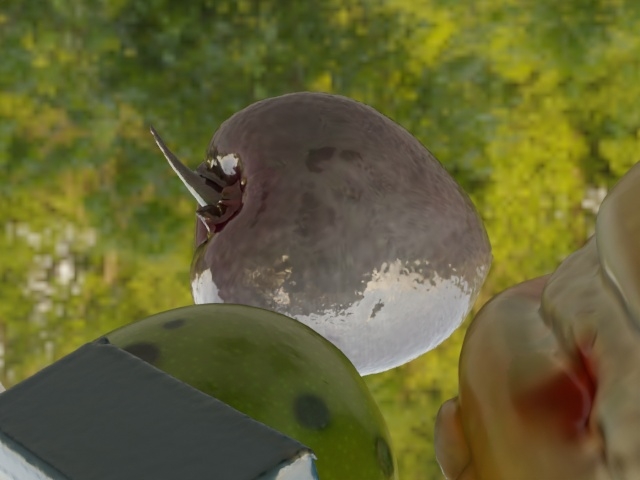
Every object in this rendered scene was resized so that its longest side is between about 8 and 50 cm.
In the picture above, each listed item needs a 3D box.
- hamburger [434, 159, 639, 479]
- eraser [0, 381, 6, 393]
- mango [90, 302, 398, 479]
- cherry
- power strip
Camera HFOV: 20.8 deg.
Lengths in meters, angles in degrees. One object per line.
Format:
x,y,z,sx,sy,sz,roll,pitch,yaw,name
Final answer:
0.189,0.113,0.705,0.261,0.186,0.303,13,-145,-51,hamburger
-0.183,0.143,1.021,0.029,0.122,0.052,-19,-166,44,eraser
-0.072,0.133,0.715,0.175,0.143,0.293,37,-139,11,mango
0.000,0.000,1.268,0.266,0.213,0.183,11,155,-11,cherry
-0.056,0.068,0.526,0.056,0.032,0.123,-30,-149,-28,power strip
